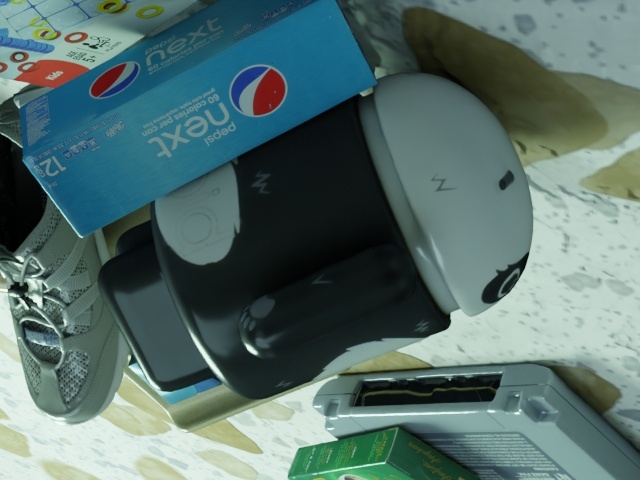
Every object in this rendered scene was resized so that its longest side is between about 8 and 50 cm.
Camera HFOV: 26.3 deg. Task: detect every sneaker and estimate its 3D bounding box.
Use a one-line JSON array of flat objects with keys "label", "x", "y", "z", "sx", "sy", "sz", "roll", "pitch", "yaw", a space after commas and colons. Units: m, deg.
[{"label": "sneaker", "x": -0.225, "y": 0.016, "z": 1.072, "sx": 0.105, "sy": 0.115, "sz": 0.281, "roll": 1, "pitch": 105, "yaw": 27}]

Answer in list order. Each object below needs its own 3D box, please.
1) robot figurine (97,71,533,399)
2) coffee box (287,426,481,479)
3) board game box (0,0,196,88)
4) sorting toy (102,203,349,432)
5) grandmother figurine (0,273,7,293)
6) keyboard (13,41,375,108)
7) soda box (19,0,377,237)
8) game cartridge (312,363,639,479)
[{"label": "robot figurine", "x": 0.001, "y": 0.003, "z": 0.895, "sx": 0.278, "sy": 0.209, "sz": 0.173, "roll": -22, "pitch": 146, "yaw": 10}, {"label": "coffee box", "x": 0.061, "y": 0.236, "z": 1.357, "sx": 0.113, "sy": 0.040, "sz": 0.184, "roll": 34, "pitch": 151, "yaw": -19}, {"label": "board game box", "x": -0.214, "y": -0.192, "z": 0.755, "sx": 0.302, "sy": 0.086, "sz": 0.308, "roll": 8, "pitch": 164, "yaw": -34}, {"label": "sorting toy", "x": -0.076, "y": 0.047, "z": 1.133, "sx": 0.307, "sy": 0.041, "sz": 0.229, "roll": -25, "pitch": 121, "yaw": 29}, {"label": "grandmother figurine", "x": -0.251, "y": -0.018, "z": 1.210, "sx": 0.342, "sy": 0.104, "sz": 0.208, "roll": 29, "pitch": 144, "yaw": -15}, {"label": "keyboard", "x": -0.091, "y": -0.107, "z": 0.948, "sx": 0.256, "sy": 0.014, "sz": 0.072, "roll": -13, "pitch": 143, "yaw": 25}, {"label": "soda box", "x": -0.078, "y": -0.089, "z": 0.847, "sx": 0.210, "sy": 0.067, "sz": 0.071, "roll": -27, "pitch": 126, "yaw": 5}, {"label": "game cartridge", "x": 0.154, "y": 0.193, "z": 1.308, "sx": 0.294, "sy": 0.060, "sz": 0.196, "roll": -9, "pitch": 134, "yaw": 46}]
